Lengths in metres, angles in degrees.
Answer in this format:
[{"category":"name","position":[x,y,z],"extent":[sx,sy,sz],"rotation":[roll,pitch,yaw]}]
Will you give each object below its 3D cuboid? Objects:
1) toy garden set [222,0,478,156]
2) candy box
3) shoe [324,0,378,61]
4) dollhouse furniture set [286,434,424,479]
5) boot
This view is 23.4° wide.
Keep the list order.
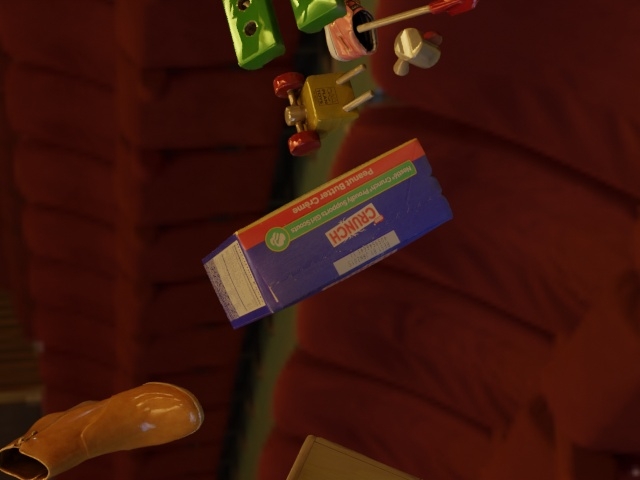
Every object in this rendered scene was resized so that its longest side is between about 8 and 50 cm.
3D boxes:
[{"category":"toy garden set","position":[0.037,-0.201,1.295],"extent":[0.049,0.244,0.204],"rotation":[15,-126,-53]},{"category":"candy box","position":[0.000,0.000,2.036],"extent":[0.122,0.268,0.317],"rotation":[63,166,0]},{"category":"shoe","position":[0.036,-0.366,2.393],"extent":[0.081,0.063,0.178],"rotation":[-2,110,53]},{"category":"dollhouse furniture set","position":[0.029,0.435,1.560],"extent":[0.362,0.256,0.394],"rotation":[-58,-11,-66]},{"category":"boot","position":[-0.344,0.309,2.387],"extent":[0.211,0.295,0.104],"rotation":[-33,-71,-52]}]
